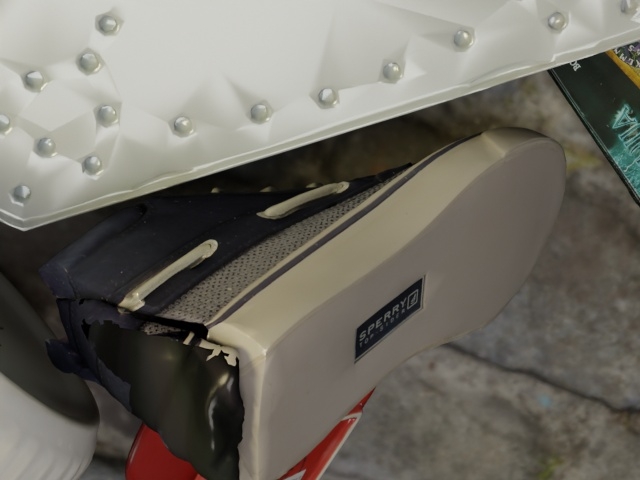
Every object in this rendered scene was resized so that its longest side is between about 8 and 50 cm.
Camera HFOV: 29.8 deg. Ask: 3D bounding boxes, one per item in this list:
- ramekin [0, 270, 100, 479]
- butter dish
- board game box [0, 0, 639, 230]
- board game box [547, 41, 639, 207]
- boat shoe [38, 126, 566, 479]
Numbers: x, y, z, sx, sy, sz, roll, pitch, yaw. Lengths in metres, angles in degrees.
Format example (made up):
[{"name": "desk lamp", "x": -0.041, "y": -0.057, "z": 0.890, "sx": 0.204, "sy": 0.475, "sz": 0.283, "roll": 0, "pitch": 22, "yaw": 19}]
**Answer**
[{"name": "ramekin", "x": -0.232, "y": 0.060, "z": 0.621, "sx": 0.127, "sy": 0.273, "sz": 0.273, "roll": -43, "pitch": 118, "yaw": -3}, {"name": "butter dish", "x": -0.062, "y": 0.117, "z": 0.769, "sx": 0.160, "sy": 0.118, "sz": 0.159, "roll": -2, "pitch": 127, "yaw": -59}, {"name": "board game box", "x": -0.044, "y": -0.236, "z": 0.602, "sx": 0.390, "sy": 0.050, "sz": 0.389, "roll": -17, "pitch": 116, "yaw": -1}, {"name": "board game box", "x": 0.208, "y": -0.118, "z": 0.746, "sx": 0.126, "sy": 0.026, "sz": 0.186, "roll": -36, "pitch": 119, "yaw": 9}, {"name": "boat shoe", "x": 0.000, "y": 0.000, "z": 0.685, "sx": 0.341, "sy": 0.158, "sz": 0.127, "roll": -28, "pitch": 132, "yaw": -46}]
